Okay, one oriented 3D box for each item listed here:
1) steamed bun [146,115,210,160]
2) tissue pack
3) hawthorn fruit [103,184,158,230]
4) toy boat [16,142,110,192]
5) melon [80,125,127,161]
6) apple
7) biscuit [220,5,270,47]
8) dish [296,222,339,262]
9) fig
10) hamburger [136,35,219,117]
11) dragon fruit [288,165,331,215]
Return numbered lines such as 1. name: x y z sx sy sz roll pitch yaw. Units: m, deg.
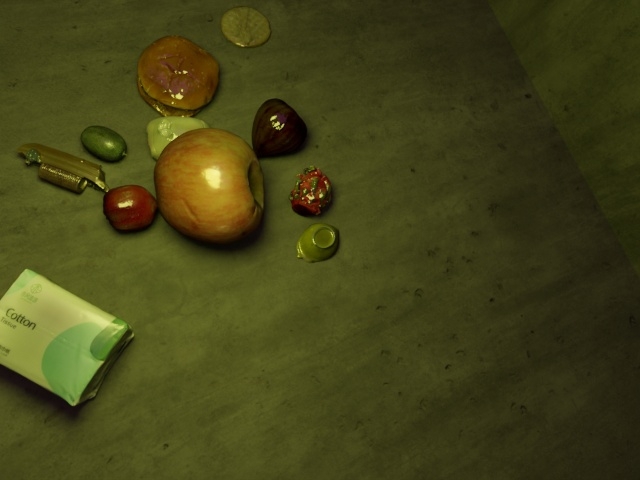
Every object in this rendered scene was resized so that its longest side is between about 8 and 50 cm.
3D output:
1. steamed bun: -0.518 -0.380 1.603 0.238 0.152 0.170 -5 77 -14
2. tissue pack: -0.794 0.293 1.313 0.356 0.194 0.266 31 70 -5
3. hawthorn fruit: -0.645 -0.119 1.493 0.188 0.169 0.169 -22 81 -19
4. toy boat: -0.883 -0.239 1.496 0.310 0.089 0.115 20 73 -9
5. melon: -0.767 -0.342 1.546 0.167 0.114 0.114 28 69 -5
6. apple: -0.375 -0.182 1.473 0.346 0.391 0.391 -2 74 5
7. biscuit: -0.323 -0.924 1.876 0.219 0.033 0.220 4 73 -14
8. dish: 0.000 0.000 1.676 0.207 0.080 0.149 -38 86 -23
9. fig: -0.214 -0.391 1.700 0.321 0.217 0.217 -43 89 7
10. hamburger: -0.539 -0.629 1.662 0.290 0.170 0.314 30 68 -12
11. dragon fruit: -0.041 -0.193 1.690 0.166 0.160 0.172 14 65 24
